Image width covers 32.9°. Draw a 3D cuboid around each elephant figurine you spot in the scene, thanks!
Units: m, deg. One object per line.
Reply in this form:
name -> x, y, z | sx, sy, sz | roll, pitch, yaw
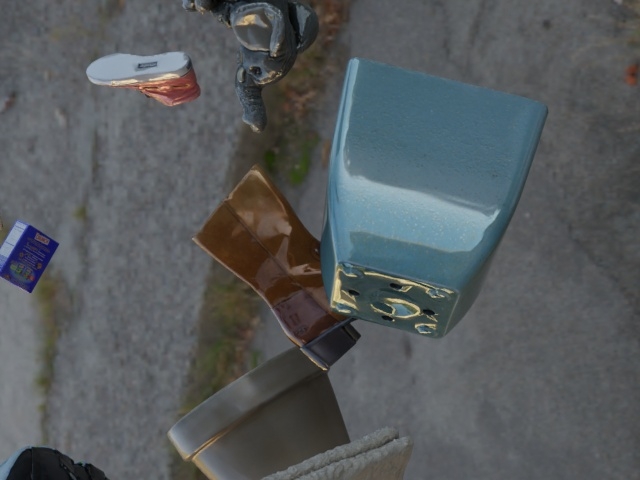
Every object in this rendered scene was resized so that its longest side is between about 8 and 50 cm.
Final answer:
elephant figurine -> -0.086, -0.322, 1.667 | 0.239, 0.169, 0.186 | 55, 157, 1

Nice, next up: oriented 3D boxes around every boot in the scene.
boot -> 0.000, 0.000, 1.535 | 0.264, 0.096, 0.280 | -43, 88, 11

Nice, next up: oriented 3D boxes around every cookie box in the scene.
cookie box -> -0.541, 0.029, 1.980 | 0.040, 0.092, 0.107 | 21, 76, 34

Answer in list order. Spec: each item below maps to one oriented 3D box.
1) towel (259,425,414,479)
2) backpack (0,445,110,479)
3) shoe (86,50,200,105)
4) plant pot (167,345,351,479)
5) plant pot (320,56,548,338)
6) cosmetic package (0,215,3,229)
towel -> -0.006, 0.324, 1.246 | 0.049, 0.282, 0.187 | 28, 113, 35
backpack -> -0.358, 0.423, 1.339 | 0.273, 0.290, 0.355 | -36, 33, 35
shoe -> -0.284, -0.256, 1.754 | 0.081, 0.178, 0.063 | 71, -160, -51
plant pot -> -0.072, 0.383, 1.976 | 0.280, 0.323, 0.323 | 57, 143, 9
plant pot -> 0.113, -0.030, 1.331 | 0.248, 0.247, 0.252 | 96, -170, -61
cosmetic package -> -0.578, -0.093, 1.621 | 0.113, 0.160, 0.309 | 61, 158, 14
